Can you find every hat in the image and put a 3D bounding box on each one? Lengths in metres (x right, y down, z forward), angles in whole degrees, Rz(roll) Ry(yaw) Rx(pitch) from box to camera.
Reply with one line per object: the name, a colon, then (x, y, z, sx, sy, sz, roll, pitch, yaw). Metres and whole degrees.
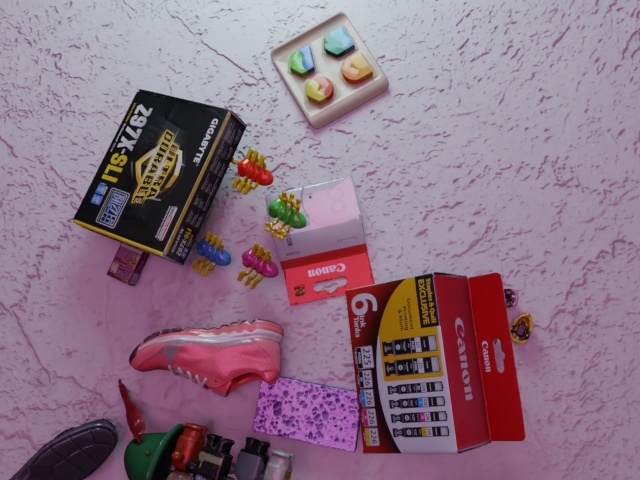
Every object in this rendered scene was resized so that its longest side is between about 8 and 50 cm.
hat: (-0.374, 0.408, 1.282, 0.184, 0.208, 0.172, 16, 101, 9)

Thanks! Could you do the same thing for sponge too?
sponge: (-0.023, 0.343, 1.323, 0.210, 0.031, 0.117, 10, 81, 7)

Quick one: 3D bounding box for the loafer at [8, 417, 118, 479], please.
loafer: (-0.541, 0.450, 1.323, 0.303, 0.095, 0.109, -39, 114, -5)

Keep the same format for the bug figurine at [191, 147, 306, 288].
bug figurine: (-0.142, -0.032, 1.341, 0.216, 0.072, 0.278, 35, 103, 24)

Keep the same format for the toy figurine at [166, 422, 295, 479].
toy figurine: (-0.168, 0.438, 1.218, 0.210, 0.213, 0.148, 23, 74, -27)

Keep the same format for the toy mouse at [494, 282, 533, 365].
toy mouse: (0.351, 0.149, 1.321, 0.143, 0.031, 0.160, 18, 83, 7)

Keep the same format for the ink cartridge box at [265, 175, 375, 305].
ink cartridge box: (0.000, 0.000, 1.367, 0.189, 0.066, 0.232, -13, 76, 3)

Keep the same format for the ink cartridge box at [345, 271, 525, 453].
ink cartridge box: (0.202, 0.220, 1.205, 0.272, 0.130, 0.309, -16, 75, 39)

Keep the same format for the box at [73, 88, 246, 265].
box: (-0.330, -0.137, 1.360, 0.257, 0.079, 0.321, 18, 79, 29)

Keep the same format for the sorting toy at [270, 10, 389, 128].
sorting toy: (0.018, -0.373, 1.434, 0.193, 0.038, 0.208, -30, 80, 0)

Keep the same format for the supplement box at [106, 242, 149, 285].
supplement box: (-0.404, 0.047, 1.399, 0.055, 0.043, 0.083, 23, 83, 8)

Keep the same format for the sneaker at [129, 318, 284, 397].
sneaker: (-0.225, 0.242, 1.301, 0.314, 0.116, 0.136, -9, 66, 3)
